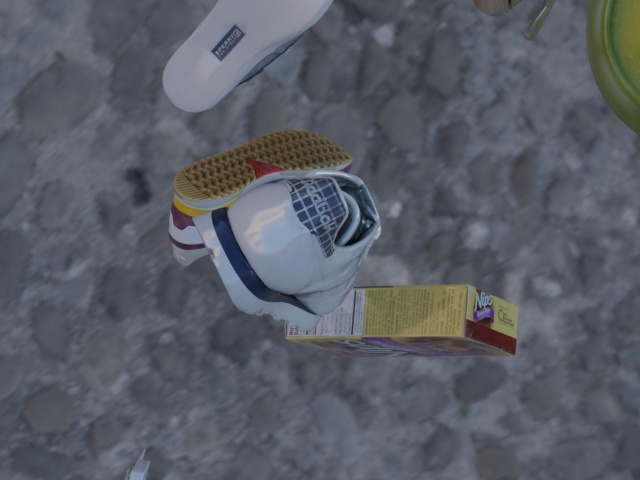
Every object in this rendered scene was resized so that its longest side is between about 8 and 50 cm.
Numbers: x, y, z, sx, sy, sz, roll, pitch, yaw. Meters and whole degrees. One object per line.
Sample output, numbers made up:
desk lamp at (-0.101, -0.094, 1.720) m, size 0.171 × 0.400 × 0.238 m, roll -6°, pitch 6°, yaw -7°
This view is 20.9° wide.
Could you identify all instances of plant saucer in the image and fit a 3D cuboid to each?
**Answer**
plant saucer at (0.351, -0.198, 1.584) m, size 0.037 × 0.241 × 0.241 m, roll -1°, pitch 71°, yaw -62°

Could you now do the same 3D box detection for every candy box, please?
candy box at (0.075, 0.076, 1.592) m, size 0.109 × 0.187 × 0.053 m, roll 22°, pitch 70°, yaw -56°

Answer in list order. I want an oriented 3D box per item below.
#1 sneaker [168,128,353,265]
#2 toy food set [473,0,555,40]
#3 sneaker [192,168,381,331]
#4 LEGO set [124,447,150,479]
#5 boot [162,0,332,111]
sneaker at (-0.054, -0.036, 1.484) m, size 0.186 × 0.083 × 0.069 m, roll -17°, pitch 43°, yaw -36°
toy food set at (0.095, -0.167, 0.936) m, size 0.078 × 0.019 × 0.122 m, roll -60°, pitch 137°, yaw -18°
sneaker at (0.000, 0.000, 1.126) m, size 0.095 × 0.235 × 0.090 m, roll -32°, pitch 84°, yaw 11°
LEGO set at (-0.148, 0.267, 1.421) m, size 0.060 × 0.244 × 0.182 m, roll 14°, pitch 88°, yaw -2°
boot at (-0.042, -0.176, 1.334) m, size 0.069 × 0.190 × 0.086 m, roll 51°, pitch 32°, yaw -4°
